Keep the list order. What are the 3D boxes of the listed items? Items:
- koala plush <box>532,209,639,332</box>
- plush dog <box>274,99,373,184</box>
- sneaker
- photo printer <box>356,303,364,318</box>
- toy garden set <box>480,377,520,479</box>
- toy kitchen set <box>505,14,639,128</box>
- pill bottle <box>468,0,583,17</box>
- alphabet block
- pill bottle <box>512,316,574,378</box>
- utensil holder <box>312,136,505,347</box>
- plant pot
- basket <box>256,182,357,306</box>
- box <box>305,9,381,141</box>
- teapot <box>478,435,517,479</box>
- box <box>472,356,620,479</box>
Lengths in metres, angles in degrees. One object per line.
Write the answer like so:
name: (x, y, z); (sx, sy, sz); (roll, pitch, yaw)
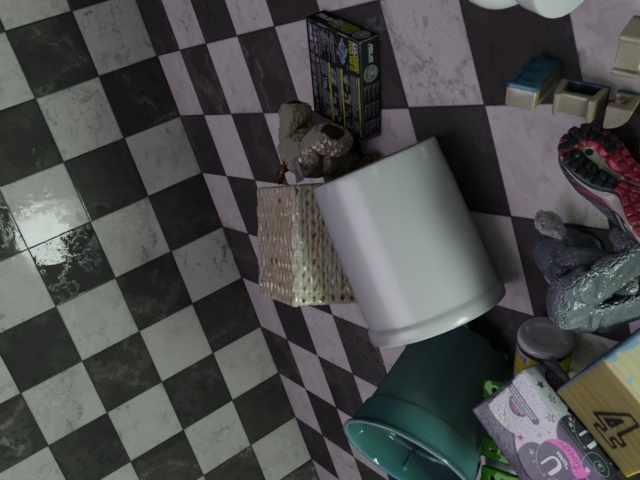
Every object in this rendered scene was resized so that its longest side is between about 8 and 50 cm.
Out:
koala plush: (0.470, 0.047, 1.345); (0.221, 0.203, 0.196); (-118, 3, -53)
plush dog: (0.007, -0.223, 1.890); (0.262, 0.225, 0.210); (41, 115, 44)
sneaker: (0.525, -0.074, 1.213); (0.299, 0.121, 0.112); (51, -178, 21)
photo printer: (0.191, 0.151, 2.049); (0.256, 0.107, 0.307); (62, 155, 0)
toy garden set: (0.452, 0.435, 1.576); (0.204, 0.049, 0.244); (7, 99, 42)
toy kitchen set: (0.429, -0.297, 1.186); (0.207, 0.122, 0.166); (20, 135, 27)
pill bottle: (0.242, -0.509, 1.151); (0.408, 0.229, 0.229); (43, 149, 36)
alphabet block: (0.593, 0.280, 1.322); (0.197, 0.192, 0.193); (52, 155, 18)
pill bottle: (0.487, 0.280, 1.603); (0.119, 0.119, 0.208); (38, 146, 42)
utensil holder: (0.192, 0.000, 1.646); (0.328, 0.328, 0.385); (-13, 103, 64)
plant pot: (0.282, 0.400, 1.779); (0.341, 0.334, 0.341); (26, 152, 15)
basket: (0.000, 0.000, 1.930); (0.328, 0.267, 0.331); (-174, 84, -68)
box: (0.058, -0.407, 1.801); (0.216, 0.060, 0.270); (38, 146, 40)
teapot: (0.487, 0.533, 1.712); (0.253, 0.187, 0.255); (17, 112, 42)
box: (0.454, 0.382, 1.436); (0.163, 0.142, 0.247); (-50, 62, 34)
